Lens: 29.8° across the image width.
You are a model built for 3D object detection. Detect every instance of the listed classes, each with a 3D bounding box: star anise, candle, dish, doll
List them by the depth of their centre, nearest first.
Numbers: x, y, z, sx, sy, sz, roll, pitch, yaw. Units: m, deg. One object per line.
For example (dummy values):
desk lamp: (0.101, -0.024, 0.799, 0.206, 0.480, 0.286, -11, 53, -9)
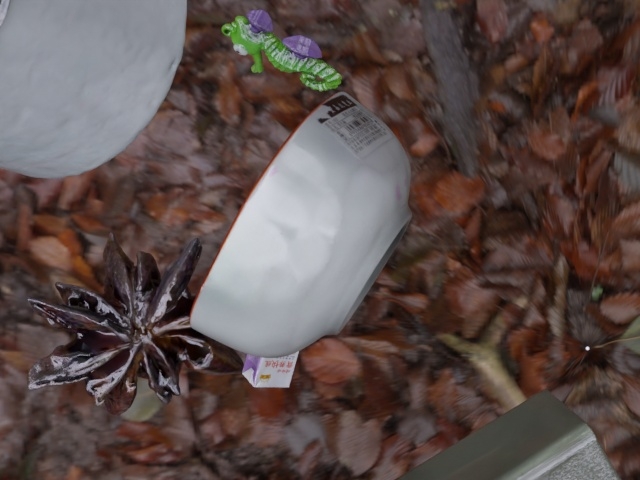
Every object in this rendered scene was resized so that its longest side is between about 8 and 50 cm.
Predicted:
candle: (-0.221, -0.158, 0.795, 0.221, 0.342, 0.221, -5, 80, 31)
dish: (0.000, 0.000, 1.075, 0.117, 0.256, 0.256, 33, 92, 5)
star anise: (-0.210, 0.102, 1.408, 0.283, 0.129, 0.212, -23, 107, -4)
doll: (-0.055, -0.268, 1.741, 0.190, 0.115, 0.050, 25, 66, -9)

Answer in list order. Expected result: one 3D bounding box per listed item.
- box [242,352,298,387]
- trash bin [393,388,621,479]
box: (-0.049, 0.111, 1.377, 0.036, 0.051, 0.117, 41, 123, 53)
trash bin: (0.219, 0.301, 1.446, 0.240, 0.164, 0.122, -34, 107, -5)
